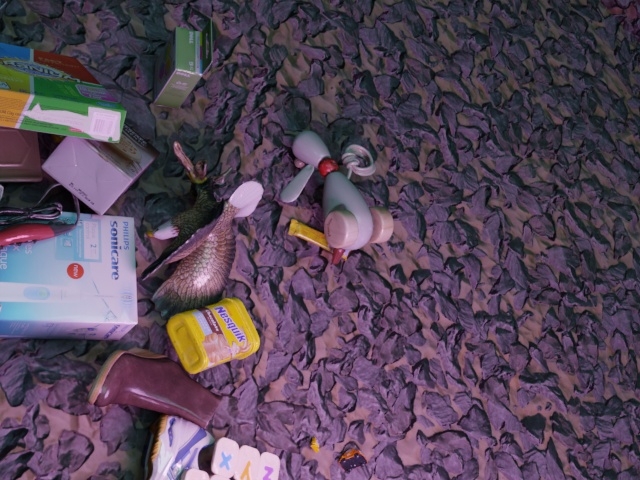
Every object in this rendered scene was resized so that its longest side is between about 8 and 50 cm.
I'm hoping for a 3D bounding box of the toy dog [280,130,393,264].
[{"bbox_3d":[0.023,-0.081,1.903,0.220,0.161,0.334,16,39,-27],"label":"toy dog"}]

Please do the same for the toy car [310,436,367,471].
[{"bbox_3d":[0.041,0.434,1.754,0.122,0.060,0.040,39,25,-18],"label":"toy car"}]

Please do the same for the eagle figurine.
[{"bbox_3d":[-0.253,-0.007,1.690,0.226,0.225,0.298,24,49,-34],"label":"eagle figurine"}]

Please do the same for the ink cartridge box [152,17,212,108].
[{"bbox_3d":[-0.296,-0.379,1.794,0.062,0.209,0.109,9,66,-27],"label":"ink cartridge box"}]

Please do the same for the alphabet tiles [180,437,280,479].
[{"bbox_3d":[-0.159,0.522,1.567,0.284,0.021,0.278,31,57,-40],"label":"alphabet tiles"}]

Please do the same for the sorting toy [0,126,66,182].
[{"bbox_3d":[-0.615,-0.221,1.644,0.307,0.041,0.229,-4,81,-42],"label":"sorting toy"}]

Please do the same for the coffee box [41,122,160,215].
[{"bbox_3d":[-0.416,-0.156,1.622,0.141,0.098,0.246,41,14,-11],"label":"coffee box"}]

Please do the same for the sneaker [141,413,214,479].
[{"bbox_3d":[-0.271,0.468,1.528,0.131,0.112,0.296,23,61,-20],"label":"sneaker"}]

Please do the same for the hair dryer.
[{"bbox_3d":[-0.540,-0.011,1.434,0.223,0.080,0.294,22,58,-20],"label":"hair dryer"}]

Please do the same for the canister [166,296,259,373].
[{"bbox_3d":[-0.211,0.187,1.658,0.170,0.073,0.126,-12,72,-58],"label":"canister"}]

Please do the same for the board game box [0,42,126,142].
[{"bbox_3d":[-0.522,-0.279,1.528,0.242,0.064,0.316,5,25,-37],"label":"board game box"}]

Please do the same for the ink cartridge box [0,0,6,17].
[{"bbox_3d":[-0.777,-0.402,1.622,0.165,0.065,0.333,37,58,-13],"label":"ink cartridge box"}]

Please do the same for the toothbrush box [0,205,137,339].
[{"bbox_3d":[-0.499,0.065,1.553,0.295,0.126,0.216,6,67,-29],"label":"toothbrush box"}]

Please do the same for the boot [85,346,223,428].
[{"bbox_3d":[-0.291,0.277,1.522,0.207,0.248,0.090,29,102,4],"label":"boot"}]

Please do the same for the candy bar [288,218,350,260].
[{"bbox_3d":[0.000,0.000,1.925,0.161,0.018,0.040,26,60,-19],"label":"candy bar"}]
